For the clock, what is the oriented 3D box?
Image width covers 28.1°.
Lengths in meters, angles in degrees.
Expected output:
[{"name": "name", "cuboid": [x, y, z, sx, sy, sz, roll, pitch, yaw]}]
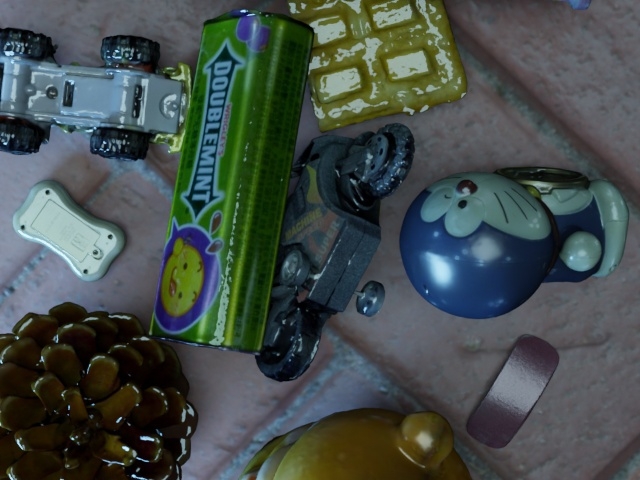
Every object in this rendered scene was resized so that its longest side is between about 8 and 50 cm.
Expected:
[{"name": "clock", "cuboid": [0.197, -0.003, 1.308, 0.243, 0.199, 0.146, -11, 112, -35]}]

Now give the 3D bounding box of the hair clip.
[{"name": "hair clip", "cuboid": [0.217, 0.172, 1.440, 0.054, 0.022, 0.137, 31, 96, 1]}]

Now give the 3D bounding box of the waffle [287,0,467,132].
[{"name": "waffle", "cuboid": [0.046, -0.262, 1.378, 0.168, 0.057, 0.274, -15, 96, 2]}]

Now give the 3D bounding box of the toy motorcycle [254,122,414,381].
[{"name": "toy motorcycle", "cuboid": [0.000, 0.000, 1.361, 0.108, 0.173, 0.307, 23, 103, -30]}]

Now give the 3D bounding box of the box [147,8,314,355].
[{"name": "box", "cuboid": [-0.093, -0.061, 1.314, 0.097, 0.134, 0.345, 14, 83, -38]}]

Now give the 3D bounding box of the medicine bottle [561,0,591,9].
[{"name": "medicine bottle", "cuboid": [0.061, -0.296, 1.297, 0.426, 0.108, 0.108, 2, 96, 2]}]

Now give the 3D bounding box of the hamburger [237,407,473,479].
[{"name": "hamburger", "cuboid": [0.049, 0.300, 1.305, 0.276, 0.237, 0.276, 11, 68, -29]}]

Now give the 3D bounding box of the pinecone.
[{"name": "pinecone", "cuboid": [-0.255, 0.196, 1.339, 0.264, 0.264, 0.264, 0, 96, 1]}]

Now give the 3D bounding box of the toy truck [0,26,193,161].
[{"name": "toy truck", "cuboid": [-0.278, -0.155, 1.371, 0.286, 0.111, 0.136, 7, 90, 2]}]

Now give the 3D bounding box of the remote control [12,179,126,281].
[{"name": "remote control", "cuboid": [-0.280, -0.011, 1.425, 0.122, 0.032, 0.074, 37, 96, -3]}]
